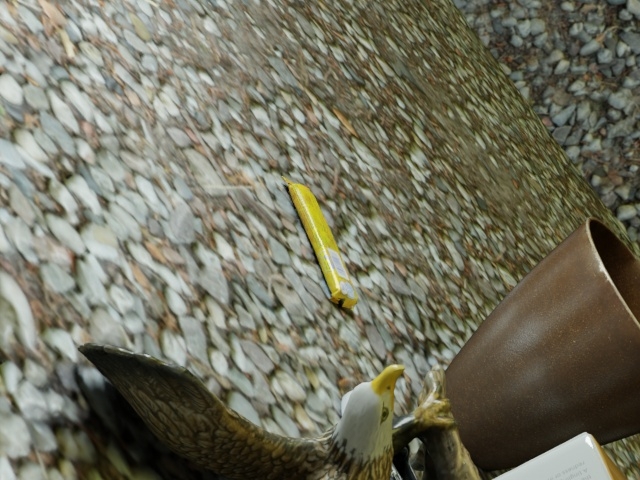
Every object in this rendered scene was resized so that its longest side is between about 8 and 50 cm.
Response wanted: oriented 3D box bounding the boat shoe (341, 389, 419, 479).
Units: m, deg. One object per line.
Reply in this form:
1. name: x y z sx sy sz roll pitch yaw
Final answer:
1. boat shoe: 0.058 0.182 1.243 0.049 0.040 0.142 33 29 -47

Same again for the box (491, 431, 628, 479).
1. box: 0.231 0.359 1.120 0.215 0.168 0.345 46 19 -51

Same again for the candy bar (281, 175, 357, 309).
1. candy bar: 0.000 0.000 1.450 0.040 0.018 0.161 25 35 -49

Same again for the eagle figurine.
1. eagle figurine: -0.014 0.162 0.958 0.298 0.225 0.226 -6 14 -36

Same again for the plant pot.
1. plant pot: 0.236 0.129 1.469 0.215 0.230 0.215 47 20 -22
